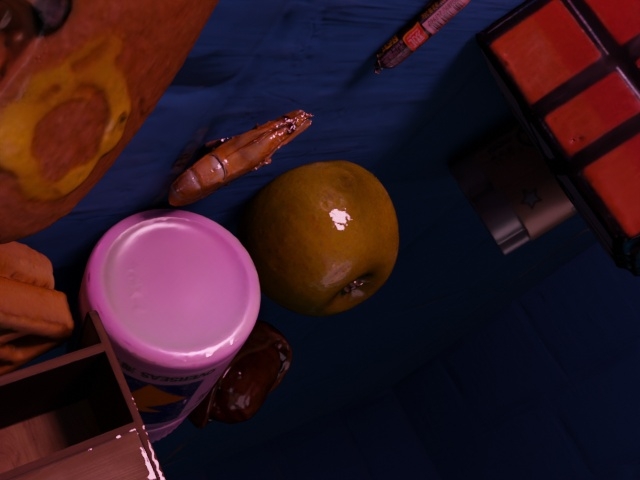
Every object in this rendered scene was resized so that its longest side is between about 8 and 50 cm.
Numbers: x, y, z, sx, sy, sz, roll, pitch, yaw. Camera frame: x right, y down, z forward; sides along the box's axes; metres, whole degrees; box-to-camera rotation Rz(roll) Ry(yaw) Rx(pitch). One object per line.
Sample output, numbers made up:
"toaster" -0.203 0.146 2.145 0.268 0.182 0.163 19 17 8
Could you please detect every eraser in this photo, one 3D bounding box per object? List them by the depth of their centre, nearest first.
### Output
"eraser" 0.336 -0.124 1.088 0.290 0.171 0.087 -33 138 9

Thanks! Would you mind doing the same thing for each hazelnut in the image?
"hazelnut" -0.138 0.214 1.279 0.201 0.161 0.170 -16 157 -21

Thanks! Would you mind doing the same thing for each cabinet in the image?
"cabinet" -0.243 0.201 0.671 0.174 0.215 0.148 -17 159 -31

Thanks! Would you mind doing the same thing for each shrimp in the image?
"shrimp" -0.075 -0.075 0.765 0.162 0.045 0.095 -31 163 -2

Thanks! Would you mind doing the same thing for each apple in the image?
"apple" 0.000 0.000 0.909 0.196 0.157 0.196 -28 154 -15

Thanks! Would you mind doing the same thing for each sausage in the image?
"sausage" 0.118 -0.217 0.703 0.028 0.025 0.198 14 135 -44

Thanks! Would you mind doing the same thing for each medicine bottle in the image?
"medicine bottle" -0.190 0.110 0.876 0.178 0.178 0.291 -18 159 -32

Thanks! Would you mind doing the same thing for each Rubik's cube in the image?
"Rubik's cube" 0.379 -0.153 0.861 0.283 0.294 0.288 -31 161 14

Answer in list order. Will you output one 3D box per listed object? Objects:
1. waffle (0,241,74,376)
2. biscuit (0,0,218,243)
"waffle" -0.366 0.064 0.621 0.224 0.098 0.328 -31 161 3
"biscuit" -0.128 -0.127 0.341 0.262 0.052 0.277 -57 162 -6
